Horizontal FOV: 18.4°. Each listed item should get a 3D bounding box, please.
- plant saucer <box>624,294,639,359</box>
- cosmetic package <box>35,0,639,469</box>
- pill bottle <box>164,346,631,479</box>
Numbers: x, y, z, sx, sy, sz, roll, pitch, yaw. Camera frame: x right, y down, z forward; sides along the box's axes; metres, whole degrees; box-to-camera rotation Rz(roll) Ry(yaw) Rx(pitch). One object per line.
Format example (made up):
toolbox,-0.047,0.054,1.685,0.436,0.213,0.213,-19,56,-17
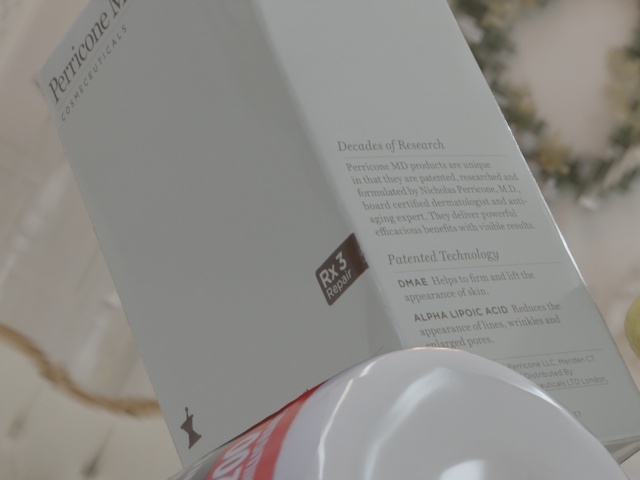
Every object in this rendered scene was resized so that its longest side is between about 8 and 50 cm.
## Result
plant saucer,0.329,0.067,1.040,0.081,0.333,0.333,-9,54,-46
cosmetic package,0.000,0.000,1.110,0.156,0.217,0.385,-4,58,-40
pill bottle,-0.040,0.159,0.568,0.161,0.283,0.161,32,41,-32
